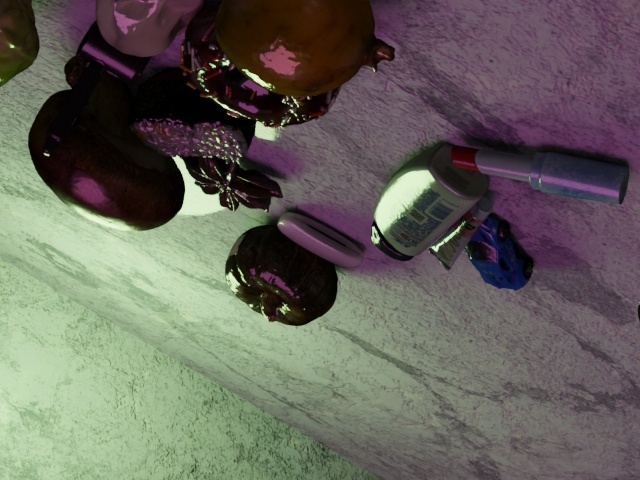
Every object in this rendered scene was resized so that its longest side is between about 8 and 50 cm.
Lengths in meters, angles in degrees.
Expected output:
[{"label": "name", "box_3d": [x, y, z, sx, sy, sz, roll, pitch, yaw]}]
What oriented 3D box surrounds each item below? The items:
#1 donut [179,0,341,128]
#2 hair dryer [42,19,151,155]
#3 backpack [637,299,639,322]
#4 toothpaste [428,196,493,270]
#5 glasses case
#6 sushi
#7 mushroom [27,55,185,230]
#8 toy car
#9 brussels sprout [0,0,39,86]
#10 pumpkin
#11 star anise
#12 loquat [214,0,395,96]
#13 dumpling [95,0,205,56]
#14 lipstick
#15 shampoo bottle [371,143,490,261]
[{"label": "donut", "box_3d": [-0.096, -0.267, 1.731, 0.270, 0.103, 0.269, 17, 158, 7]}, {"label": "hair dryer", "box_3d": [-0.392, -0.245, 1.894, 0.114, 0.248, 0.070, 29, 167, -15]}, {"label": "backpack", "box_3d": [0.629, 0.133, 1.907, 0.165, 0.105, 0.120, 7, 156, 28]}, {"label": "toothpaste", "box_3d": [0.248, -0.013, 1.965, 0.056, 0.036, 0.205, 48, 148, 11]}, {"label": "glasses case", "box_3d": [0.000, 0.000, 2.299, 0.193, 0.049, 0.074, 28, 157, -12]}, {"label": "sushi", "box_3d": [-0.221, -0.219, 1.942, 0.225, 0.126, 0.136, 12, 154, 22]}, {"label": "mushroom", "box_3d": [-0.395, -0.149, 2.067, 0.239, 0.345, 0.345, -30, 126, 34]}, {"label": "toy car", "box_3d": [0.312, 0.024, 2.031, 0.103, 0.063, 0.216, 5, 151, 38]}, {"label": "brussels sprout", "box_3d": [-0.605, -0.390, 1.797, 0.344, 0.268, 0.344, 1, 148, 1]}, {"label": "pumpkin", "box_3d": [-0.089, 0.091, 2.406, 0.260, 0.189, 0.260, 19, 157, 8]}, {"label": "star anise", "box_3d": [-0.185, -0.124, 2.181, 0.212, 0.073, 0.197, 41, 148, -29]}, {"label": "loquat", "box_3d": [-0.016, -0.289, 1.501, 0.246, 0.213, 0.213, 21, 157, 5]}, {"label": "dumpling", "box_3d": [-0.265, -0.351, 1.729, 0.167, 0.126, 0.215, 2, 147, -16]}, {"label": "lipstick", "box_3d": [0.334, -0.109, 1.722, 0.274, 0.061, 0.068, 12, 157, 25]}, {"label": "shampoo bottle", "box_3d": [0.173, -0.063, 1.961, 0.134, 0.078, 0.359, 35, 157, -2]}]
